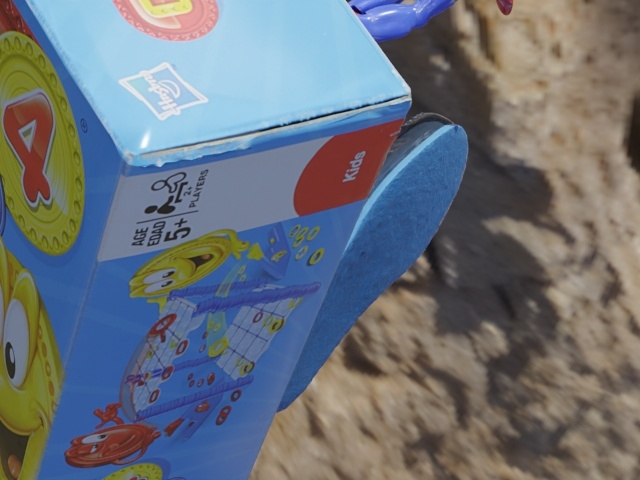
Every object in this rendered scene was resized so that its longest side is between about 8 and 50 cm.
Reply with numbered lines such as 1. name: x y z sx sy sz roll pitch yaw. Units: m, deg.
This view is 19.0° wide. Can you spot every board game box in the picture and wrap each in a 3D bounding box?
1. board game box: -0.123 -0.041 0.643 0.086 0.302 0.308 -15 56 -30

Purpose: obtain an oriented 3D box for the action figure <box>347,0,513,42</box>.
1. action figure: 0.035 -0.159 1.692 0.280 0.091 0.139 -18 125 -25

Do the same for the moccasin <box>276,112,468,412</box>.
1. moccasin: 0.000 0.000 1.761 0.342 0.117 0.138 -47 142 -22
